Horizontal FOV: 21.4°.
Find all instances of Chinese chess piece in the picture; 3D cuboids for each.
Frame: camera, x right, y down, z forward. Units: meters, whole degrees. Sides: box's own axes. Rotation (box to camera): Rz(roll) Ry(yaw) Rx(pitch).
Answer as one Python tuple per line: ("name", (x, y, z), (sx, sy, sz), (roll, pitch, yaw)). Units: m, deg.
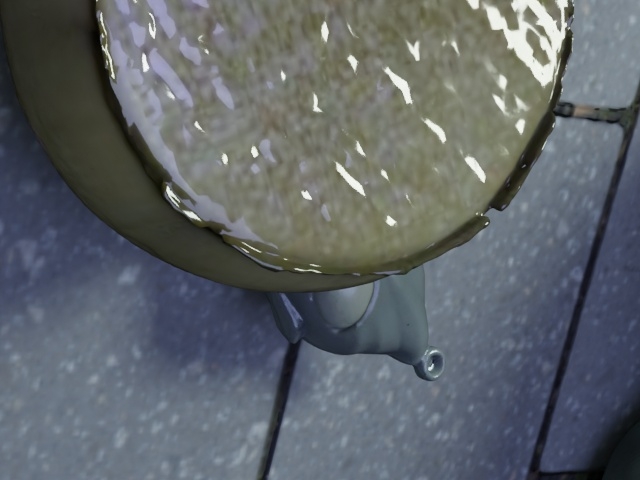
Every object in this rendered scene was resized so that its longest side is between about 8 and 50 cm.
("Chinese chess piece", (-0.010, -0.111, 0.764), (0.270, 0.112, 0.270), (-3, 95, -33))

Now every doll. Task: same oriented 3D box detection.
("doll", (0.000, 0.000, 0.887), (0.102, 0.075, 0.227), (-51, 119, -21))

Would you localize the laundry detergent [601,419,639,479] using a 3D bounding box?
("laundry detergent", (0.276, 0.192, 1.161), (0.215, 0.105, 0.280), (-8, 112, -34))
